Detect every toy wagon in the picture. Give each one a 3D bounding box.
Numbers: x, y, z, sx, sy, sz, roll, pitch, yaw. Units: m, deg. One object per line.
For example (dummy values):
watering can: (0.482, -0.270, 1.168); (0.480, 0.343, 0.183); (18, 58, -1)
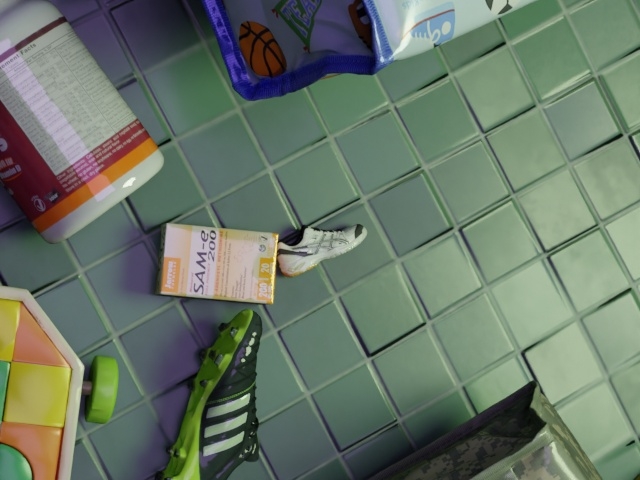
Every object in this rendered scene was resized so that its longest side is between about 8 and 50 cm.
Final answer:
toy wagon: (-0.312, 0.203, 1.416); (0.267, 0.068, 0.344); (8, 86, -13)

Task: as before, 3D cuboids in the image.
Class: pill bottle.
pill bottle: (-0.235, -0.117, 1.416); (0.121, 0.121, 0.221); (-37, 97, -12)

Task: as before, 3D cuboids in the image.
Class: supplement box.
supplement box: (-0.088, 0.020, 1.492); (0.098, 0.036, 0.062); (5, 87, -13)

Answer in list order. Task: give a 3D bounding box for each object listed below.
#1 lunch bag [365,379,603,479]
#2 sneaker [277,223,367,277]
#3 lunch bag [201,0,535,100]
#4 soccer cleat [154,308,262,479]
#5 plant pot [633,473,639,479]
lunch bag: (0.124, 0.296, 1.466); (0.287, 0.169, 0.235); (-32, 99, 9)
sneaker: (0.000, 0.000, 1.517); (0.083, 0.032, 0.037); (-26, 95, -14)
lunch bag: (0.032, -0.346, 1.394); (0.328, 0.239, 0.385); (-29, 103, -37)
soccer cleat: (-0.079, 0.146, 1.485); (0.072, 0.060, 0.179); (21, 90, -22)
plant pot: (0.309, 0.257, 1.559); (0.081, 0.083, 0.081); (-42, 98, -12)
